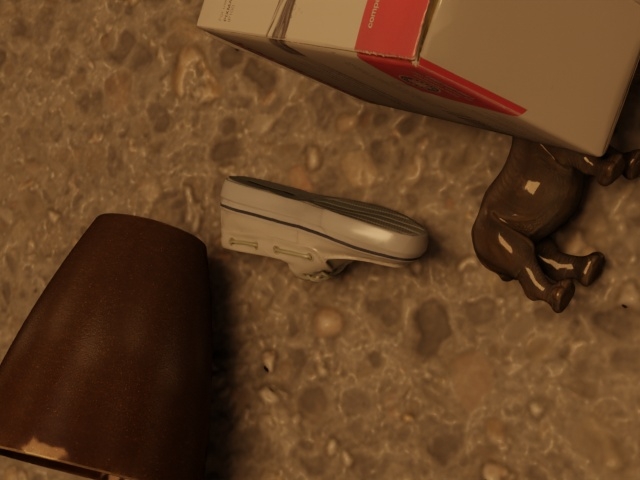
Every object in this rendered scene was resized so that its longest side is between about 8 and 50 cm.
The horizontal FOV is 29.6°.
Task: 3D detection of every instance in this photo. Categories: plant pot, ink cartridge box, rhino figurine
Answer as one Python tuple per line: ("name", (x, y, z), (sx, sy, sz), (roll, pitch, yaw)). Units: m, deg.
("plant pot", (-0.186, 0.100, 1.107), (0.215, 0.215, 0.230), (4, 72, 31))
("ink cartridge box", (0.069, -0.167, 0.920), (0.283, 0.207, 0.117), (22, 93, 52))
("rhino figurine", (0.196, -0.072, 0.958), (0.106, 0.073, 0.243), (24, 95, 32))

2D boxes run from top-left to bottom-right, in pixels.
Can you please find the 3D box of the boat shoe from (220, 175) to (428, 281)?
("boat shoe", (0.000, 0.000, 1.074), (0.226, 0.083, 0.075), (19, 106, 43))
